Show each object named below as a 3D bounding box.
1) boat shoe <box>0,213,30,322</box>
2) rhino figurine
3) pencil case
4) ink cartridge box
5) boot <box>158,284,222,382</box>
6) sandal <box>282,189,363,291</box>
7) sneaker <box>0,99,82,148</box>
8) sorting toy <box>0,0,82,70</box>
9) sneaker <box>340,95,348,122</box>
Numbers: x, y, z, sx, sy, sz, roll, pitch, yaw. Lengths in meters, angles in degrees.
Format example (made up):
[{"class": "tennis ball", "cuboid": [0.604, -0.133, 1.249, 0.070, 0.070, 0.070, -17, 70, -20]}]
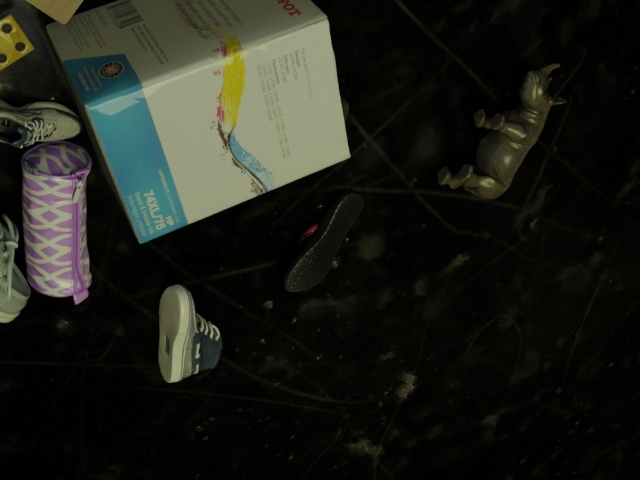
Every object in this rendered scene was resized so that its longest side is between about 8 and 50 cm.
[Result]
[{"class": "boat shoe", "cuboid": [-0.417, -0.030, 1.086, 0.103, 0.118, 0.320, -26, 128, -4]}, {"class": "rhino figurine", "cuboid": [0.286, -0.165, 1.419, 0.106, 0.073, 0.243, 18, 114, -35]}, {"class": "pencil case", "cuboid": [-0.321, -0.024, 1.163, 0.086, 0.088, 0.206, -44, 153, -46]}, {"class": "ink cartridge box", "cuboid": [-0.135, -0.169, 1.075, 0.270, 0.198, 0.197, -23, 134, -12]}, {"class": "boot", "cuboid": [-0.189, 0.130, 1.394, 0.086, 0.069, 0.190, -15, 141, -29]}, {"class": "sandal", "cuboid": [0.000, 0.000, 1.416, 0.067, 0.040, 0.179, 32, 91, -49]}, {"class": "sneaker", "cuboid": [-0.341, -0.128, 1.086, 0.135, 0.058, 0.052, 0, 126, -32]}, {"class": "sorting toy", "cuboid": [-0.290, -0.309, 0.968, 0.132, 0.046, 0.274, 30, 101, -43]}, {"class": "sneaker", "cuboid": [-0.044, -0.140, 1.258, 0.170, 0.051, 0.089, -47, 139, 16]}]
